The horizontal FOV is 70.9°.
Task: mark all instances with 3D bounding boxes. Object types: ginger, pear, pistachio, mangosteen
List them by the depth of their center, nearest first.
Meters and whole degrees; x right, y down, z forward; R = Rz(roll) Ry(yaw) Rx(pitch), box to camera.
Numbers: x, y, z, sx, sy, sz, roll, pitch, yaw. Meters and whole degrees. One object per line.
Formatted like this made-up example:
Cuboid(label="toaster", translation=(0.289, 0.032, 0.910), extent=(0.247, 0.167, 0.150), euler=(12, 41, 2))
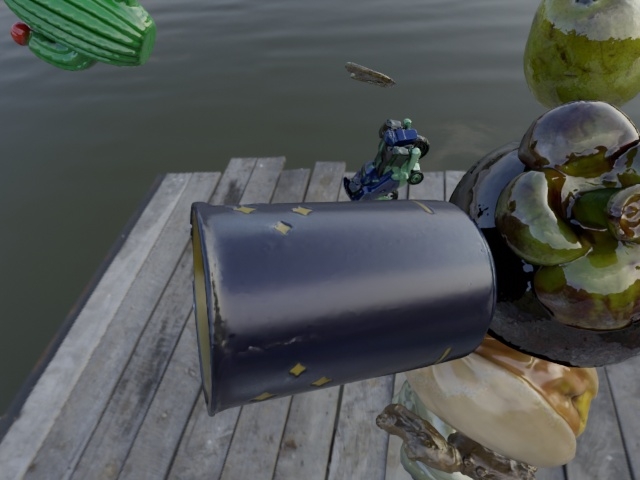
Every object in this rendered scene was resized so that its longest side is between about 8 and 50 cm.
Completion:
Cuboid(label="mangosteen", translation=(0.286, -0.013, 0.536), extent=(0.297, 0.313, 0.296), euler=(-19, 31, 12))
Cuboid(label="pistachio", translation=(0.267, 0.201, 0.699), extent=(0.309, 0.229, 0.229), euler=(30, 55, 4))
Cuboid(label="ginger", translation=(0.239, 0.373, 0.818), extent=(0.291, 0.084, 0.122), euler=(16, 50, 19))
Cuboid(label="pear", translation=(0.554, -0.394, 0.927), extent=(0.253, 0.307, 0.252), euler=(-12, 62, 24))

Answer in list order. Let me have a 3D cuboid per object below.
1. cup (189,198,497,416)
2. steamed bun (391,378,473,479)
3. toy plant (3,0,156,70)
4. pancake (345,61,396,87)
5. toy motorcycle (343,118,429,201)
Cuboid(label="cup", translation=(0.001, 0.034, 0.461), extent=(0.257, 0.178, 0.255), euler=(-4, 21, -20))
Cuboid(label="steamed bun", translation=(0.309, 0.501, 1.098), extent=(0.237, 0.394, 0.346), euler=(-46, 50, 1))
Cuboid(label="toy plant", translation=(-0.329, -0.289, 0.563), extent=(0.241, 0.154, 0.088), euler=(6, 45, 5))
Cuboid(label="pancake", translation=(0.116, -0.440, 1.195), extent=(0.191, 0.020, 0.184), euler=(5, 20, -48))
Cuboid(label="toy motorcycle", translation=(0.180, -0.197, 1.293), extent=(0.197, 0.331, 0.125), euler=(0, 60, -16))
